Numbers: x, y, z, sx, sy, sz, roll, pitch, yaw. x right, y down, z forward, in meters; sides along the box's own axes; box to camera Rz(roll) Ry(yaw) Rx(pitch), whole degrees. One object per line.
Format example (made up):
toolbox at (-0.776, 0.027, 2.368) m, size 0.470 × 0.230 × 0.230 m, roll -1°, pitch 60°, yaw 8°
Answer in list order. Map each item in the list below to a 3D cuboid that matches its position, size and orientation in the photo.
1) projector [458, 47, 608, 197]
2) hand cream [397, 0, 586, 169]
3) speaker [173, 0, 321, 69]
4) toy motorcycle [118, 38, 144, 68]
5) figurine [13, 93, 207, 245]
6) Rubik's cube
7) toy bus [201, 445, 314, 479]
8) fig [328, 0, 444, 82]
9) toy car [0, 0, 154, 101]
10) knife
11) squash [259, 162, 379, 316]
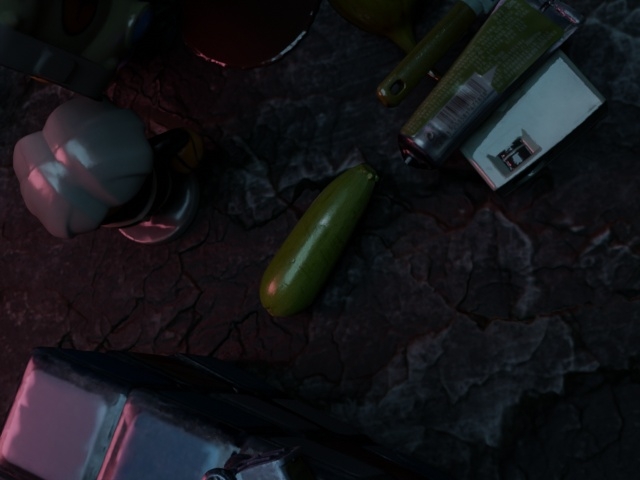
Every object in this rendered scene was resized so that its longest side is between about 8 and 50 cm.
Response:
projector at (0.213, -0.134, 1.089) m, size 0.147 × 0.061 × 0.115 m, roll -40°, pitch 71°, yaw 10°
hand cream at (0.166, -0.164, 1.057) m, size 0.086 × 0.055 × 0.235 m, roll 40°, pitch 88°, yaw 17°
speaker at (-0.138, -0.369, 1.116) m, size 0.198 × 0.329 × 0.259 m, roll -4°, pitch 74°, yaw 18°
toy motorcycle at (-0.297, -0.361, 1.216) m, size 0.125 × 0.212 × 0.358 m, roll -6°, pitch 80°, yaw 19°
figurine at (-0.226, -0.075, 1.137) m, size 0.176 × 0.236 × 0.133 m, roll -41°, pitch 71°, yaw 10°
Rubik's cube at (-0.110, 0.318, 0.977) m, size 0.363 × 0.359 × 0.362 m, roll 23°, pitch 91°, yaw 20°
toy bus at (-0.092, 0.219, 0.774) m, size 0.190 × 0.064 × 0.075 m, roll -30°, pitch 84°, yaw 12°
fig at (0.092, -0.253, 1.139) m, size 0.124 × 0.124 × 0.236 m, roll -33°, pitch 94°, yaw 12°
toy car at (-0.327, -0.312, 0.996) m, size 0.336 × 0.242 × 0.226 m, roll 36°, pitch 98°, yaw 22°
knife at (0.172, -0.278, 1.097) m, size 0.061 × 0.027 × 0.343 m, roll 46°, pitch 80°, yaw -13°
squash at (0.000, 0.000, 1.142) m, size 0.066 × 0.066 × 0.201 m, roll 36°, pitch 91°, yaw 20°
